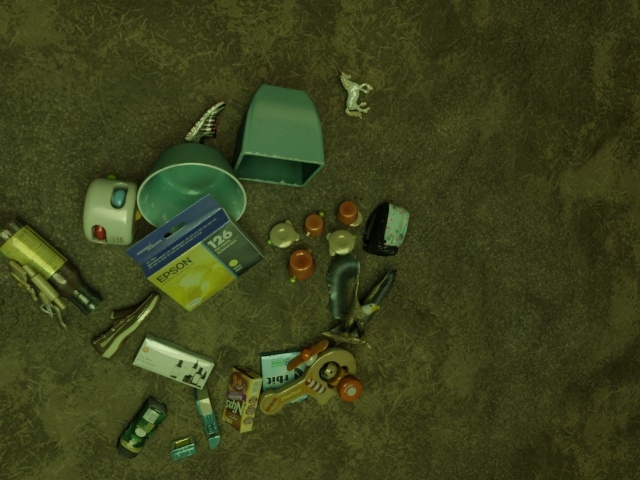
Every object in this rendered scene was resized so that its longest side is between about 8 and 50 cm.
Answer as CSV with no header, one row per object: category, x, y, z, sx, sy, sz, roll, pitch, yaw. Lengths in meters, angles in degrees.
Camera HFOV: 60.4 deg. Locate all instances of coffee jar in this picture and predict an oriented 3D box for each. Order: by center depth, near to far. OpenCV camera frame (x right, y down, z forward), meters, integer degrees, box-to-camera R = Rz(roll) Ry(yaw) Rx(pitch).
coffee jar,-0.576,0.605,1.771,0.079,0.096,0.184,38,88,-15

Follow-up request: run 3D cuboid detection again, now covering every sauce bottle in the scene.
sauce bottle,-0.797,0.086,1.624,0.111,0.111,0.344,-44,105,-6

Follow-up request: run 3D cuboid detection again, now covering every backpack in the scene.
backpack,0.231,-0.038,1.892,0.115,0.152,0.182,18,80,-23

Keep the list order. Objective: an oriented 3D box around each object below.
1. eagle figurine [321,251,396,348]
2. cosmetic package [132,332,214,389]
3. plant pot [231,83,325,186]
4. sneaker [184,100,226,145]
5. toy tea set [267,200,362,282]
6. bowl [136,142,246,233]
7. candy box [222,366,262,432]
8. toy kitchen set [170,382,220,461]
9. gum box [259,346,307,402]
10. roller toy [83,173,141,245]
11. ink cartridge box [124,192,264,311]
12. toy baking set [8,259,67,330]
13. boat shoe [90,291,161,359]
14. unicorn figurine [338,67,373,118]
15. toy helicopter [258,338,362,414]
eagle figurine,0.134,0.218,1.893,0.226,0.225,0.298,50,44,-55
cosmetic package,-0.475,0.393,1.787,0.239,0.060,0.098,26,90,-18
plant pot,-0.131,-0.329,1.691,0.247,0.248,0.252,6,78,-16
sneaker,-0.344,-0.358,1.715,0.075,0.063,0.170,41,91,-17
toy tea set,0.000,0.000,1.858,0.336,0.124,0.200,-23,74,-8
bowl,-0.379,-0.170,1.639,0.312,0.163,0.311,-6,142,-5
candy box,-0.262,0.530,1.838,0.053,0.109,0.186,6,97,-46
toy kitchen set,-0.425,0.606,1.800,0.166,0.122,0.207,-15,101,-13
gum box,-0.127,0.474,1.907,0.157,0.041,0.184,-5,99,-16
roller toy,-0.600,-0.080,1.610,0.146,0.191,0.209,7,101,-12
ink cartridge box,-0.368,0.047,1.666,0.304,0.072,0.307,-35,141,2
toy baking set,-0.808,0.158,1.602,0.256,0.197,0.030,51,53,-14
boat shoe,-0.611,0.251,1.713,0.095,0.095,0.257,42,86,-11
unicorn figurine,0.114,-0.490,1.824,0.111,0.060,0.161,2,97,-17
toy helicopter,-0.048,0.465,1.840,0.355,0.140,0.235,-25,115,-10
